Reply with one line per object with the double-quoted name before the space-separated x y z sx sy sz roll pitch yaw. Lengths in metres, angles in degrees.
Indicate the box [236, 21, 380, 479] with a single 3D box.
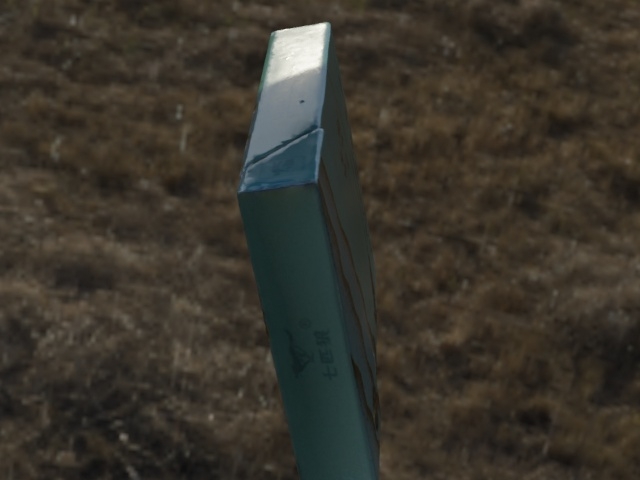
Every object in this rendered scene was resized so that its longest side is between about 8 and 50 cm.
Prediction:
"box" 0.000 0.000 0.718 0.041 0.162 0.229 -9 24 6
